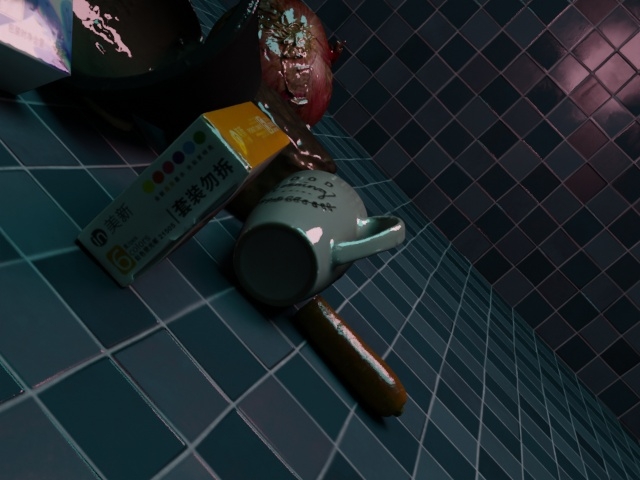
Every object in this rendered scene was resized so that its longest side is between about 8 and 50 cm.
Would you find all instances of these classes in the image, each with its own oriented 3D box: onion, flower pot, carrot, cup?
[{"bbox_3d":[-0.113,-0.417,1.750,0.353,0.353,0.354,42,15,-14],"label":"onion"},{"bbox_3d":[-0.240,-0.314,1.161,0.379,0.379,0.251,54,-5,27],"label":"flower pot"},{"bbox_3d":[0.050,0.184,1.131,0.225,0.067,0.067,47,15,11],"label":"carrot"},{"bbox_3d":[0.000,0.000,1.140,0.234,0.258,0.186,-52,137,-69],"label":"cup"}]

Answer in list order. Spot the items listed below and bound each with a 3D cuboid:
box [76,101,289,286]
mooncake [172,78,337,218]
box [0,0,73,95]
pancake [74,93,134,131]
[{"bbox_3d":[-0.159,-0.070,0.927,0.091,0.221,0.274,47,13,-6],"label":"box"},{"bbox_3d":[-0.123,-0.183,1.394,0.324,0.187,0.324,45,13,-14],"label":"mooncake"},{"bbox_3d":[-0.435,-0.323,0.870,0.274,0.116,0.203,21,63,-59],"label":"box"},{"bbox_3d":[-0.359,-0.230,1.182,0.139,0.022,0.139,42,14,-13],"label":"pancake"}]
